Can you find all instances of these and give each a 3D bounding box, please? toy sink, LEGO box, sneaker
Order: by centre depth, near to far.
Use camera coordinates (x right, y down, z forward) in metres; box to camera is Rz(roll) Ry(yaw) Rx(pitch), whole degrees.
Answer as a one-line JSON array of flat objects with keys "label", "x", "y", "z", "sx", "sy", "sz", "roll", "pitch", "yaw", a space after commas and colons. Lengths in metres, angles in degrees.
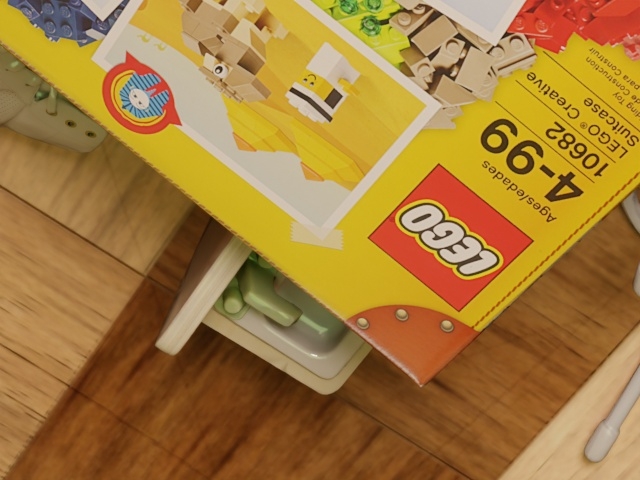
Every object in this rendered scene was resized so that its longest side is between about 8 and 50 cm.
[{"label": "LEGO box", "x": -0.006, "y": -0.226, "z": 0.859, "sx": 0.500, "sy": 0.193, "sz": 0.372, "roll": 39, "pitch": 125, "yaw": -5}, {"label": "sneaker", "x": -0.203, "y": -0.144, "z": 1.071, "sx": 0.169, "sy": 0.292, "sz": 0.108, "roll": 13, "pitch": 75, "yaw": -3}, {"label": "toy sink", "x": 0.000, "y": 0.000, "z": 1.102, "sx": 0.131, "sy": 0.234, "sz": 0.153, "roll": 32, "pitch": 116, "yaw": -8}]

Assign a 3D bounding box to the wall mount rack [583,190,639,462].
[{"label": "wall mount rack", "x": 0.319, "y": 0.111, "z": 1.122, "sx": 0.350, "sy": 0.130, "sz": 0.304, "roll": 36, "pitch": 159, "yaw": 22}]
